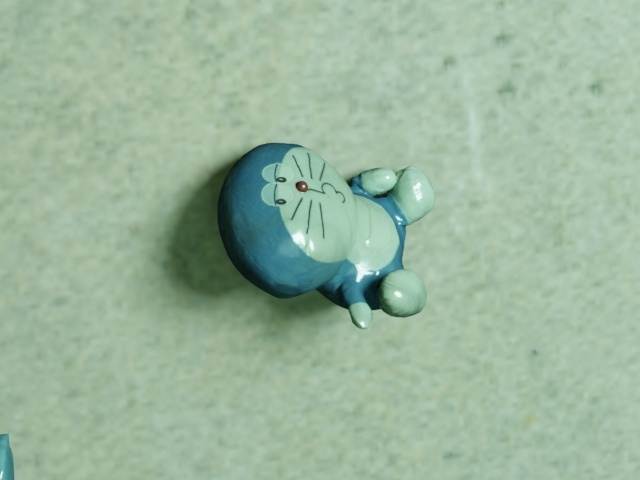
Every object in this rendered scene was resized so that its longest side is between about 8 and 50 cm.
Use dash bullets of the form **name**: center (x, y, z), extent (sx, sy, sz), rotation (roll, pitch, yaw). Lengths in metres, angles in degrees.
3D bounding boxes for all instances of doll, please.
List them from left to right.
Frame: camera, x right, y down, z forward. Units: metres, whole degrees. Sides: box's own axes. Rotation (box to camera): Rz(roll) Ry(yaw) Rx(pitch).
- **doll**: center (0.000, 0.000, 0.644), extent (0.083, 0.076, 0.050), rotation (24, 135, -23)

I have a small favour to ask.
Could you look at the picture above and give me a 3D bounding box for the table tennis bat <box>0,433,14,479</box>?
- **table tennis bat**: center (-0.279, 0.119, 0.638), extent (0.329, 0.044, 0.215), rotation (-9, 106, -6)
